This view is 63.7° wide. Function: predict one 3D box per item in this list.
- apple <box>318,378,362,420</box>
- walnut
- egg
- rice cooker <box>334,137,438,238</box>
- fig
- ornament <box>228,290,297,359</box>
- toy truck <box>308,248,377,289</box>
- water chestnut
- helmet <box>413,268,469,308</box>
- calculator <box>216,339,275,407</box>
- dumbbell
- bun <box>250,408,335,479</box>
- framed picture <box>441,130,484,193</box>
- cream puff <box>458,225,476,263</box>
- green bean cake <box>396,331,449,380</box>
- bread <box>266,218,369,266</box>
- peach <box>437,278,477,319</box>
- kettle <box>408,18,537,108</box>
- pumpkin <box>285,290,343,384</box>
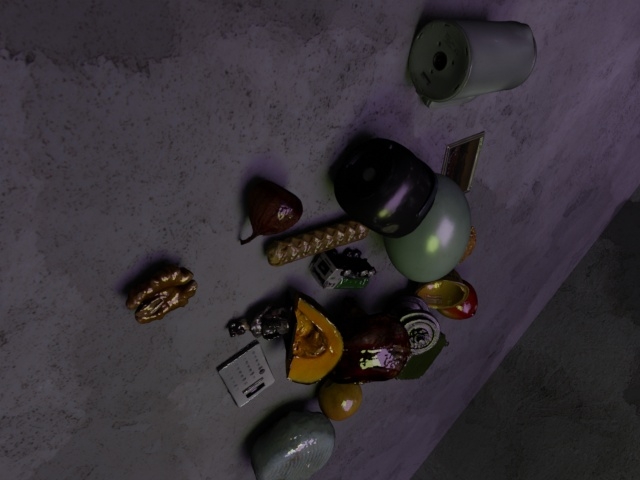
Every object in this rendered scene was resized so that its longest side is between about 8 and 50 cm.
[{"bbox_3d":[0.075,0.612,2.027,0.182,0.182,0.155,-37,111,-16],"label":"apple"},{"bbox_3d":[-0.388,0.123,1.251,0.170,0.069,0.143,-31,139,-20],"label":"walnut"},{"bbox_3d":[0.338,-0.036,1.650,0.275,0.276,0.389,-23,134,-29],"label":"egg"},{"bbox_3d":[0.179,-0.150,1.433,0.267,0.267,0.224,-52,139,3],"label":"rice cooker"},{"bbox_3d":[-0.145,-0.053,1.301,0.201,0.134,0.146,-45,133,9],"label":"fig"},{"bbox_3d":[-0.182,0.252,1.556,0.195,0.153,0.167,2,122,-17],"label":"ornament"},{"bbox_3d":[0.077,0.102,1.660,0.242,0.101,0.125,8,127,-50],"label":"toy truck"},{"bbox_3d":[0.141,0.343,1.788,0.349,0.303,0.350,-8,162,-3],"label":"water chestnut"},{"bbox_3d":[0.480,0.164,2.052,0.205,0.140,0.257,12,146,-6],"label":"helmet"},{"bbox_3d":[-0.240,0.448,1.700,0.161,0.021,0.262,-33,139,-19],"label":"calculator"},{"bbox_3d":[0.346,0.320,1.976,0.191,0.290,0.192,-2,109,-6],"label":"dumbbell"},{"bbox_3d":[-0.115,0.786,1.958,0.354,0.194,0.355,-19,133,-22],"label":"bun"},{"bbox_3d":[0.499,-0.250,1.839,0.197,0.014,0.253,-24,135,-29],"label":"framed picture"},{"bbox_3d":[0.528,0.011,1.994,0.188,0.129,0.189,-22,131,-28],"label":"cream puff"},{"bbox_3d":[0.392,0.464,2.213,0.246,0.156,0.250,16,110,-48],"label":"green bean cake"},{"bbox_3d":[0.001,0.000,1.517,0.367,0.077,0.084,-19,131,-34],"label":"bread"},{"bbox_3d":[0.581,0.253,2.191,0.197,0.197,0.198,-25,136,-27],"label":"peach"},{"bbox_3d":[0.417,-0.475,1.428,0.317,0.205,0.265,-20,131,-36],"label":"kettle"},{"bbox_3d":[-0.016,0.290,1.637,0.169,0.148,0.313,4,116,-9],"label":"pumpkin"}]
